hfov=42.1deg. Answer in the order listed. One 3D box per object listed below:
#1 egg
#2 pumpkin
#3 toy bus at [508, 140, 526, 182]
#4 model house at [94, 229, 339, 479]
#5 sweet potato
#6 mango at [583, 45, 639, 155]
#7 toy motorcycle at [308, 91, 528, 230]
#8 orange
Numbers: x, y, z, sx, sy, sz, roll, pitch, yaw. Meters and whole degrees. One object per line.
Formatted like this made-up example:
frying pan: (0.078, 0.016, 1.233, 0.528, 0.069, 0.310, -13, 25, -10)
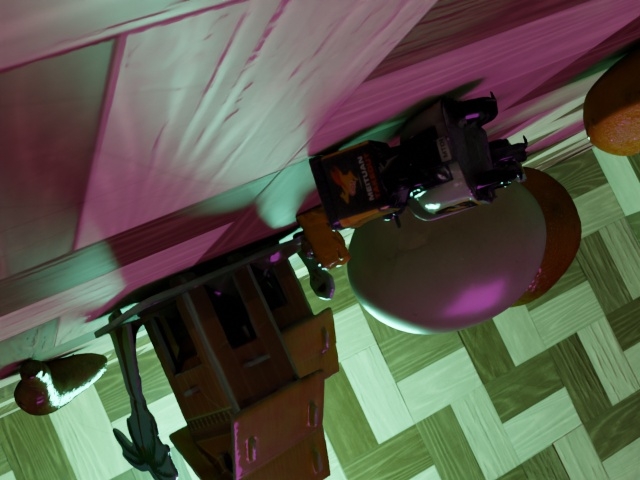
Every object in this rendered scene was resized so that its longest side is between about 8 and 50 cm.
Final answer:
egg: (0.160, 0.011, 1.088, 0.269, 0.219, 0.219, -22, 177, 15)
pumpkin: (0.000, 0.000, 1.011, 0.054, 0.074, 0.083, -30, 173, 5)
toy bus: (0.235, -0.096, 1.236, 0.162, 0.070, 0.074, -20, 174, -42)
model house: (-0.115, 0.204, 1.149, 0.300, 0.324, 0.340, -22, 175, -36)
sweet potato: (-0.435, 0.227, 1.335, 0.108, 0.079, 0.346, -54, 176, -3)
mango: (0.379, -0.176, 0.897, 0.141, 0.102, 0.217, 6, 156, -27)
toy motorcycle: (0.102, -0.063, 0.740, 0.157, 0.091, 0.263, -18, 177, 18)
orange: (0.431, -0.011, 1.918, 0.357, 0.322, 0.322, -34, -177, -38)
